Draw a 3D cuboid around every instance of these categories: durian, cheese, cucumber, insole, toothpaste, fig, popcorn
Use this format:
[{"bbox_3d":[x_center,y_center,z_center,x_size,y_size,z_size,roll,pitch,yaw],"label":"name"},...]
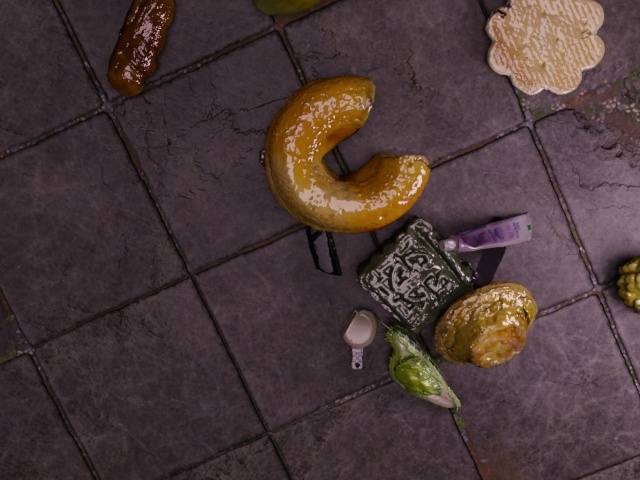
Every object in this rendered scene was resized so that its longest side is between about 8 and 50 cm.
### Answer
[{"bbox_3d":[0.256,0.353,1.970,0.106,0.132,0.375,-44,105,-18],"label":"durian"},{"bbox_3d":[0.099,0.268,1.988,0.092,0.047,0.171,21,98,-2],"label":"cheese"},{"bbox_3d":[0.000,0.000,1.953,0.071,0.046,0.219,-12,96,9],"label":"cucumber"},{"bbox_3d":[0.451,0.041,1.923,0.080,0.003,0.231,31,68,-20],"label":"insole"},{"bbox_3d":[0.439,-0.011,1.898,0.301,0.048,0.075,-10,71,-26],"label":"toothpaste"},{"bbox_3d":[-0.068,-0.661,1.786,0.207,0.230,0.207,10,60,-17],"label":"fig"},{"bbox_3d":[0.872,0.122,1.927,0.174,0.142,0.173,3,127,4],"label":"popcorn"}]

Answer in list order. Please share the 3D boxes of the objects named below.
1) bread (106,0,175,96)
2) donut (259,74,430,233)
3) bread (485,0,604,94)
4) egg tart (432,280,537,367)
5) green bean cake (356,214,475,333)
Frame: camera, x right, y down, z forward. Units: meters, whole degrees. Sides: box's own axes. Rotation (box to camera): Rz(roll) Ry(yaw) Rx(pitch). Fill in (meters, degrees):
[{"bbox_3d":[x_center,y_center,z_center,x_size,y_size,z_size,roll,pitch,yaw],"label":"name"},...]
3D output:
[{"bbox_3d":[-0.451,-0.537,1.852,0.124,0.084,0.343,23,97,-4],"label":"bread"},{"bbox_3d":[0.057,-0.197,1.840,0.378,0.163,0.435,-39,97,-3],"label":"donut"},{"bbox_3d":[0.579,-0.525,1.871,0.316,0.054,0.315,0,97,0],"label":"bread"},{"bbox_3d":[0.442,0.238,1.891,0.294,0.123,0.293,-12,132,-14],"label":"egg tart"},{"bbox_3d":[0.254,0.089,1.925,0.255,0.132,0.241,-41,93,4],"label":"green bean cake"}]
